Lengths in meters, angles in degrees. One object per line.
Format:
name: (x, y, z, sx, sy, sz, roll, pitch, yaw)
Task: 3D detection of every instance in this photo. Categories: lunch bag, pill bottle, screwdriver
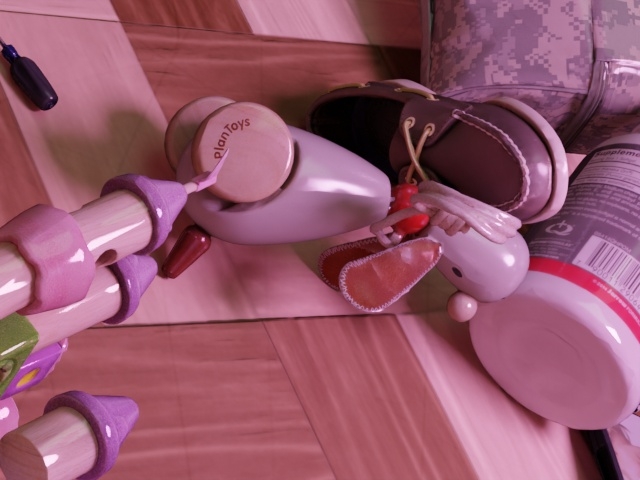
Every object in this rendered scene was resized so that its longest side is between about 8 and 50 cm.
lunch bag: (0.224, -0.250, 2.010, 0.256, 0.212, 0.305, 4, 72, -11)
pill bottle: (0.288, 0.011, 1.819, 0.176, 0.176, 0.318, 43, 56, -2)
screwdriver: (-0.279, -0.176, 1.677, 0.170, 0.024, 0.025, 52, 7, 21)

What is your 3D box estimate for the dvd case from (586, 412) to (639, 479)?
dvd case: (0.334, 0.263, 1.781, 0.180, 0.022, 0.253, 27, 31, -29)

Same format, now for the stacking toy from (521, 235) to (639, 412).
stacking toy: (0.297, 0.061, 1.965, 0.221, 0.052, 0.167, 49, 36, 12)

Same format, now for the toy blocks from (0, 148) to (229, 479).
toy blocks: (-0.194, 0.079, 1.271, 0.309, 0.288, 0.260, 50, 42, 13)

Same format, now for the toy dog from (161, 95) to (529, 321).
toy dog: (0.000, 0.000, 1.640, 0.333, 0.161, 0.220, 24, 0, 9)

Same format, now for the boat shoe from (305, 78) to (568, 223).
boat shoe: (0.100, -0.082, 1.759, 0.096, 0.117, 0.324, -5, 17, -29)
